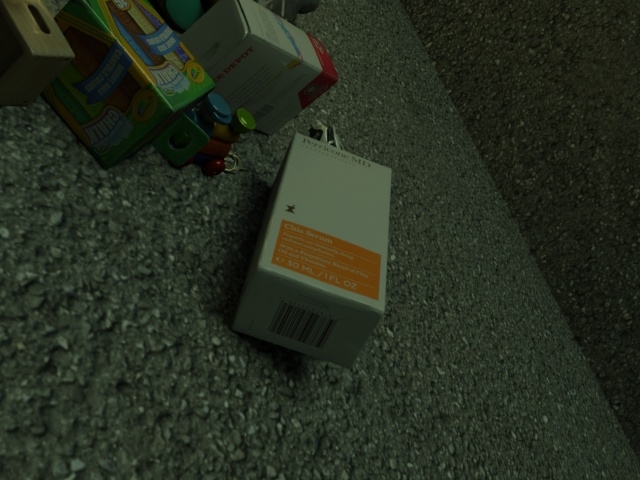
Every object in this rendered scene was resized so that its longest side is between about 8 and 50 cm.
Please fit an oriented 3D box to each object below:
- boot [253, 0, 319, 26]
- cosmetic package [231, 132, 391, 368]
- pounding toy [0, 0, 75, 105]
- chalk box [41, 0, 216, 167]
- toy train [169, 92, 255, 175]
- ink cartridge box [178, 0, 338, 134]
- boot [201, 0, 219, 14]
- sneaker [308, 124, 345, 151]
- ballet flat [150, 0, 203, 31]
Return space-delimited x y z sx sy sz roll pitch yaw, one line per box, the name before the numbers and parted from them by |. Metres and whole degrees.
boot | -0.091 -0.624 2.017 0.338 0.118 0.222 -15 77 -50
cosmetic package | 0.000 0.000 1.351 0.230 0.161 0.453 19 37 -8
pounding toy | -0.437 -0.329 1.026 0.181 0.206 0.094 59 27 4
chalk box | -0.312 -0.250 1.175 0.289 0.180 0.179 51 28 -10
toy train | -0.181 -0.202 1.375 0.248 0.143 0.105 10 53 -54
ink cartridge box | -0.144 -0.371 1.522 0.306 0.226 0.131 15 48 -53
boot | -0.260 -0.556 1.673 0.248 0.090 0.206 -178 -93 -78
sneaker | 0.003 -0.211 1.736 0.153 0.094 0.235 57 27 2
ballet flat | -0.341 -0.549 1.504 0.096 0.095 0.280 33 -6 21
